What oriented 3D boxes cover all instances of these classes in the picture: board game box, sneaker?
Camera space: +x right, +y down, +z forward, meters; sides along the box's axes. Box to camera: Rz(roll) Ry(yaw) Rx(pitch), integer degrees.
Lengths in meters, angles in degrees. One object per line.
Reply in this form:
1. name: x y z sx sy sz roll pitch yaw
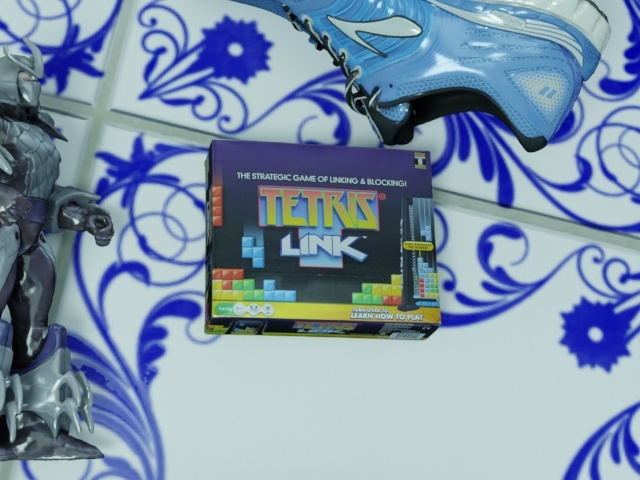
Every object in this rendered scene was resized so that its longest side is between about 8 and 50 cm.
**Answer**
1. board game box: 0.000 0.000 0.988 0.170 0.048 0.141 2 70 -12
2. sneaker: 0.040 -0.154 1.001 0.330 0.130 0.147 20 93 16

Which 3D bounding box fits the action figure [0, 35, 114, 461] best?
1. action figure: -0.202 0.003 0.889 0.099 0.185 0.285 -2 83 22
